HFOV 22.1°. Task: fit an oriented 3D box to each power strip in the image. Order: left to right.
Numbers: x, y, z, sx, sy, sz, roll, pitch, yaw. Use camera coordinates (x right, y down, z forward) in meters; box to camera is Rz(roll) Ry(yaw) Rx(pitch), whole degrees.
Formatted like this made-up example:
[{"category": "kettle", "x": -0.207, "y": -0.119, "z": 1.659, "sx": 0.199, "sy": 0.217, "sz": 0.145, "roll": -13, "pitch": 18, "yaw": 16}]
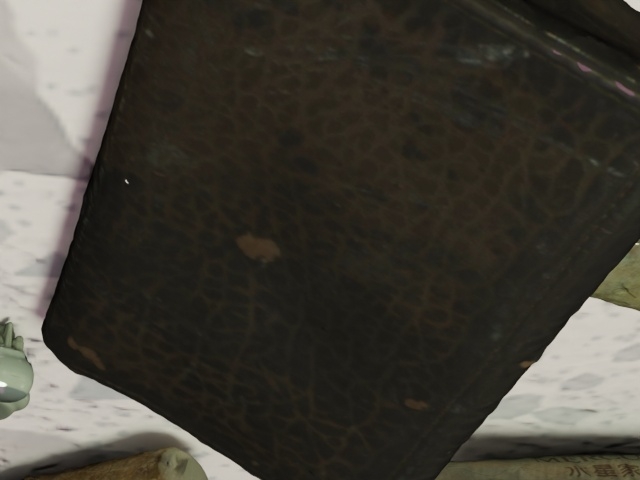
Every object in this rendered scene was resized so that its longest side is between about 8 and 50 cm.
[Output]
[{"category": "power strip", "x": -0.151, "y": 0.059, "z": 0.721, "sx": 0.055, "sy": 0.035, "sz": 0.083, "roll": 16, "pitch": 159, "yaw": -27}]

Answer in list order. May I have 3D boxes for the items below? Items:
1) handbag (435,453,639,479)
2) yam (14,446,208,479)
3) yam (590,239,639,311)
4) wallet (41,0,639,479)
[{"category": "handbag", "x": 0.138, "y": 0.169, "z": 0.836, "sx": 0.270, "sy": 0.117, "sz": 0.182, "roll": 0, "pitch": 144, "yaw": -6}, {"category": "yam", "x": -0.182, "y": 0.165, "z": 0.863, "sx": 0.299, "sy": 0.066, "sz": 0.066, "roll": -20, "pitch": 145, "yaw": 29}, {"category": "yam", "x": 0.147, "y": -0.002, "z": 0.593, "sx": 0.169, "sy": 0.068, "sz": 0.068, "roll": 14, "pitch": 146, "yaw": -22}, {"category": "wallet", "x": 0.000, "y": 0.000, "z": 0.569, "sx": 0.170, "sy": 0.044, "sz": 0.321, "roll": 28, "pitch": 146, "yaw": 0}]
